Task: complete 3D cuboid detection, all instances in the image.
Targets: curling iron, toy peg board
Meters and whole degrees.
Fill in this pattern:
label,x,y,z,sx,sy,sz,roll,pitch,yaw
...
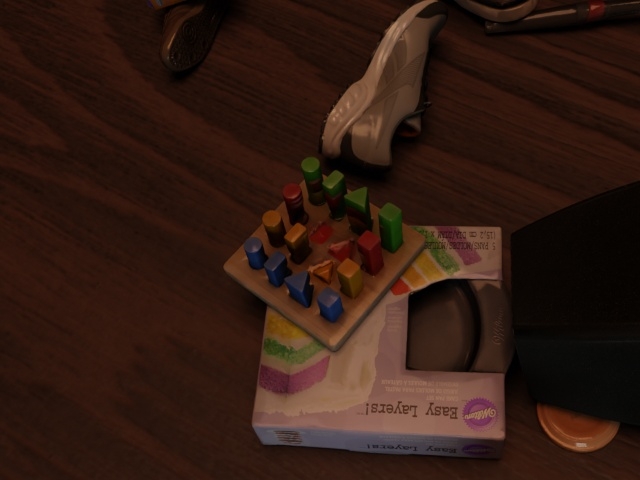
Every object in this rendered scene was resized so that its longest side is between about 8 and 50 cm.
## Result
label,x,y,z,sx,sy,sz,roll,pitch,yaw
curling iron,0.360,-0.314,1.110,0.274,0.035,0.068,-13,37,5
toy peg board,0.000,0.000,0.863,0.161,0.079,0.160,33,68,25

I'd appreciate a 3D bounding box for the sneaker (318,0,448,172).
label,x,y,z,sx,sy,sz,roll,pitch,yaw
sneaker,0.100,-0.195,1.045,0.108,0.100,0.271,29,69,7

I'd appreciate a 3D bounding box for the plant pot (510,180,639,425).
label,x,y,z,sx,sy,sz,roll,pitch,yaw
plant pot,0.278,0.068,0.799,0.167,0.188,0.187,-6,49,18

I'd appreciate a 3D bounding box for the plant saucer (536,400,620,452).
label,x,y,z,sx,sy,sz,roll,pitch,yaw
plant saucer,0.264,0.174,0.836,0.084,0.013,0.083,-4,59,6

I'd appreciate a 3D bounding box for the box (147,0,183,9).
label,x,y,z,sx,sy,sz,roll,pitch,yaw
box,-0.188,-0.374,1.160,0.136,0.028,0.081,-11,47,17

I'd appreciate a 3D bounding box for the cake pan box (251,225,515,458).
label,x,y,z,sx,sy,sz,roll,pitch,yaw
cake pan box,0.073,0.101,0.876,0.267,0.070,0.245,2,61,10

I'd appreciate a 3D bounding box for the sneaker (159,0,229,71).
label,x,y,z,sx,sy,sz,roll,pitch,yaw
sneaker,-0.193,-0.311,1.174,0.071,0.066,0.188,4,53,30

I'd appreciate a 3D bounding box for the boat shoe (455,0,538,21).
label,x,y,z,sx,sy,sz,roll,pitch,yaw
boat shoe,0.160,-0.411,1.146,0.324,0.096,0.116,34,71,31
